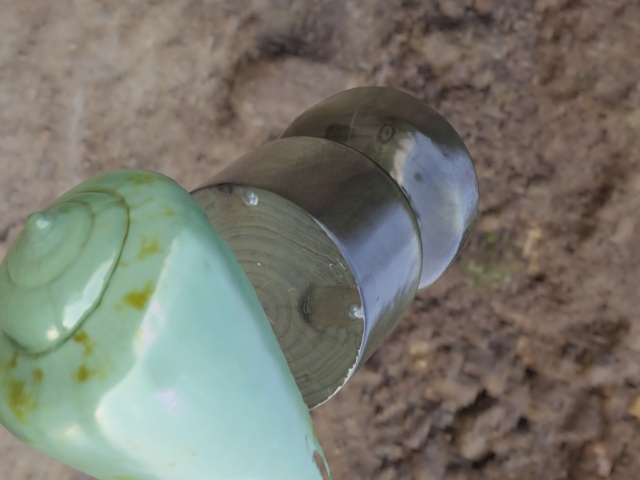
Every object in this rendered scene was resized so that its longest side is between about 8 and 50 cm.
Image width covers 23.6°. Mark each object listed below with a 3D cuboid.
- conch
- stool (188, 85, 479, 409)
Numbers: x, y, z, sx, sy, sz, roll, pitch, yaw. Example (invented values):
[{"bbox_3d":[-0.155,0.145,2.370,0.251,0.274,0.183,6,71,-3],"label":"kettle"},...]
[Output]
[{"bbox_3d":[-0.071,0.058,0.759,0.137,0.143,0.250,-62,146,-9],"label":"conch"},{"bbox_3d":[0.000,0.000,1.178,0.264,0.179,0.179,-43,148,-59],"label":"stool"}]
